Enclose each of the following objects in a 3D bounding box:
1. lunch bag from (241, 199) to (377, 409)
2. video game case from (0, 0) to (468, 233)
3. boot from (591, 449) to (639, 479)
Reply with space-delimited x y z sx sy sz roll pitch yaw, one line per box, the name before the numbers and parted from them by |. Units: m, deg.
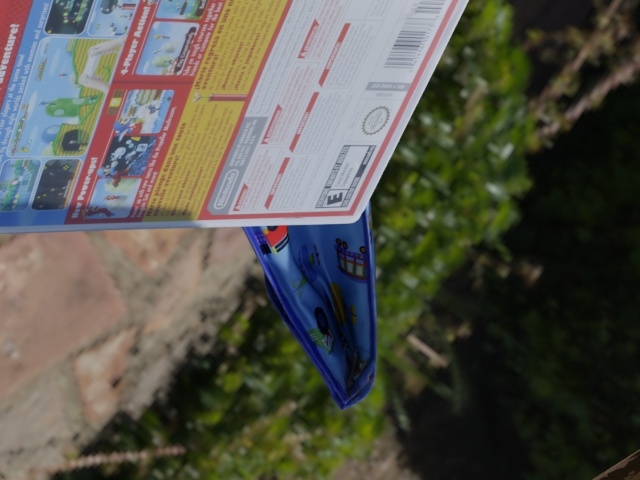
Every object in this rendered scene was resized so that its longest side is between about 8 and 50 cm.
lunch bag | 0.000 0.000 1.593 0.138 0.221 0.293 -17 115 1
video game case | -0.068 -0.085 0.934 0.285 0.025 0.204 -2 136 -31
boot | 0.380 0.274 1.578 0.262 0.203 0.095 -29 -174 -11
